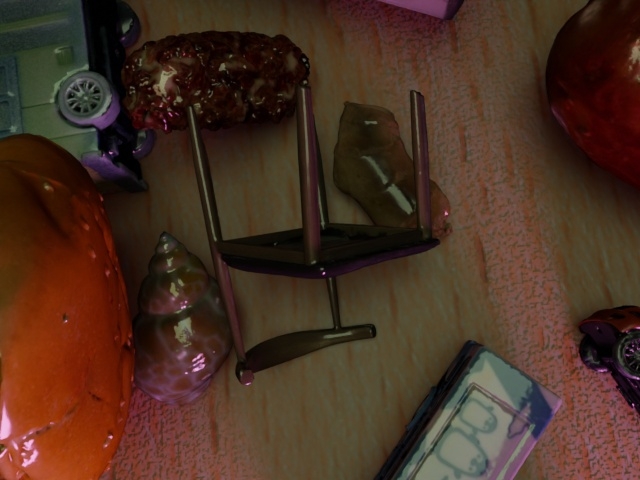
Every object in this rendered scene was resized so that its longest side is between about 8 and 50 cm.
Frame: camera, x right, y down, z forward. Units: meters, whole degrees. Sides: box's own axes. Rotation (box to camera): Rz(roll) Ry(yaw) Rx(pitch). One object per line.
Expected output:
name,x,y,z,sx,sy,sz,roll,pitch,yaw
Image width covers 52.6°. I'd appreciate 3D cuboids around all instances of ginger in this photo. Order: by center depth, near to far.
ginger,0.071,-0.074,0.709,0.095,0.069,0.190,-32,80,-19

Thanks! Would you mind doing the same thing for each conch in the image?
conch,-0.150,0.097,0.685,0.116,0.106,0.173,41,101,28

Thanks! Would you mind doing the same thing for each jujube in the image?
jujube,0.381,-0.136,0.632,0.318,0.223,0.223,38,86,5

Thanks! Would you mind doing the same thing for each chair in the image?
chair,0.000,0.000,0.615,0.166,0.188,0.272,3,101,44

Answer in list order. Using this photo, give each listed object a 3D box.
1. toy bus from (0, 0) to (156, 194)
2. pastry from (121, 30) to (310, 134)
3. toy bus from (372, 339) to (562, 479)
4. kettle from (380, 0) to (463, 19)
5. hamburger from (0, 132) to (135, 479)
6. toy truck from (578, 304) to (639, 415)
toy bus,-0.305,-0.201,0.714,0.190,0.152,0.312,-10,81,2
pastry,-0.110,-0.170,0.683,0.115,0.208,0.097,20,117,44
toy bus,0.106,0.242,0.626,0.106,0.131,0.297,34,83,9
kettle,0.022,-0.436,0.709,0.377,0.250,0.361,20,55,4
hamburger,-0.253,0.068,0.542,0.170,0.290,0.314,-8,43,-8
toy truck,0.369,0.164,0.632,0.114,0.107,0.252,-32,82,-2
